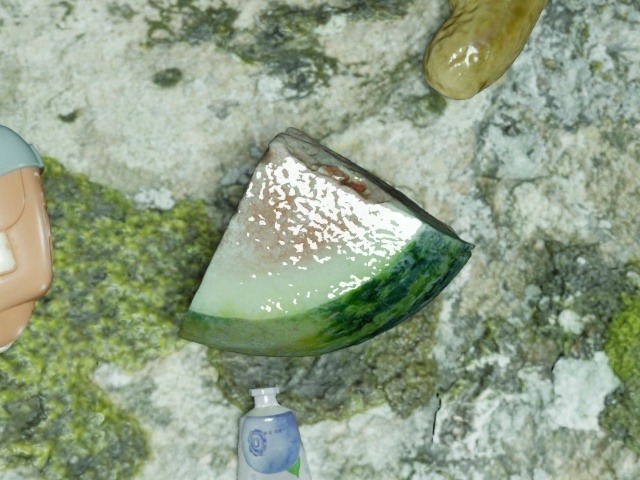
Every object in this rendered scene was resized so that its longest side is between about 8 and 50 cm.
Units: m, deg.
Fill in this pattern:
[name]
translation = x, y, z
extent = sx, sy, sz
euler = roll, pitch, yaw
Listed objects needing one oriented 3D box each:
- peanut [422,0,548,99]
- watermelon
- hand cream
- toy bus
[peanut]
translation = 0.182, -0.248, 1.509
extent = 0.108, 0.095, 0.226
euler = 24, 75, 14
[watermelon]
translation = 0.000, 0.000, 1.399
extent = 0.310, 0.193, 0.232
euler = -11, 95, 1
[hand cream]
translation = -0.047, 0.213, 1.367
extent = 0.084, 0.053, 0.142
euler = -6, 86, -12
[toy bus]
translation = -0.382, 0.013, 1.305
extent = 0.287, 0.194, 0.232
euler = -21, 91, -15
